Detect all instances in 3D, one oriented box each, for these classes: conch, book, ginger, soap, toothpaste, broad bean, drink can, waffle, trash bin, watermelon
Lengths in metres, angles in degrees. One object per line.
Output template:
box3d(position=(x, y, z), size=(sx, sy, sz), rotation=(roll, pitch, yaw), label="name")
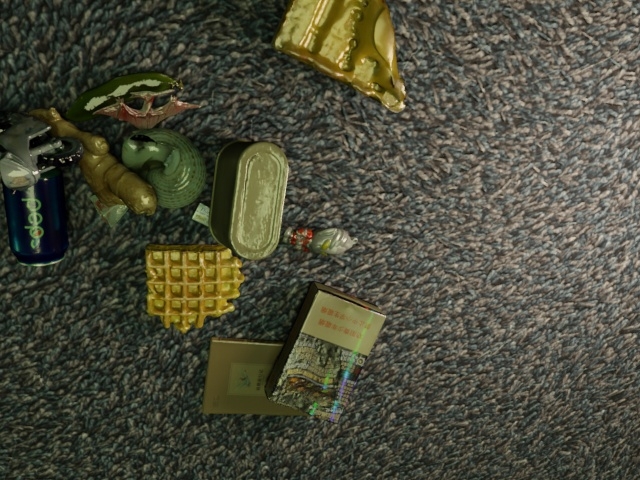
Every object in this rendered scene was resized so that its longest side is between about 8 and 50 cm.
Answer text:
box3d(position=(-0.313, -0.164, 1.215), size=(0.172, 0.131, 0.200), rotation=(45, 136, 3), label="conch")
box3d(position=(-0.140, 0.358, 1.496), size=(0.310, 0.021, 0.217), rotation=(6, 108, -13), label="book")
box3d(position=(-0.466, -0.159, 1.188), size=(0.333, 0.148, 0.081), rotation=(45, 62, -2), label="ginger")
box3d(position=(0.100, -0.480, 1.171), size=(0.304, 0.169, 0.339), rotation=(22, 105, -17), label="soap")
box3d(position=(-0.214, -0.038, 1.334), size=(0.164, 0.034, 0.046), rotation=(26, 103, -18), label="toothpaste")
box3d(position=(-0.415, -0.305, 1.195), size=(0.254, 0.046, 0.065), rotation=(-20, 125, -5), label="broad bean")
box3d(position=(-0.595, -0.055, 1.210), size=(0.118, 0.118, 0.205), rotation=(-1, 108, -11), label="drink can")
box3d(position=(-0.296, 0.119, 1.362), size=(0.229, 0.057, 0.219), rotation=(2, 109, -12), label="waffle")
box3d(position=(-0.151, -0.090, 1.195), size=(0.121, 0.247, 0.244), rotation=(6, 95, -19), label="trash bin")
box3d(position=(-0.457, -0.069, 1.260), size=(0.085, 0.061, 0.085), rotation=(0, 122, -1), label="watermelon")

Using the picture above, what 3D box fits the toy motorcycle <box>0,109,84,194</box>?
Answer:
box3d(position=(-0.593, -0.176, 1.104), size=(0.270, 0.159, 0.106), rotation=(19, 139, 17), label="toy motorcycle")

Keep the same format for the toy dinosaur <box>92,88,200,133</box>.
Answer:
box3d(position=(-0.359, -0.268, 1.204), size=(0.220, 0.032, 0.108), rotation=(-11, 136, -27), label="toy dinosaur")

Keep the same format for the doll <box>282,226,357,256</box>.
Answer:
box3d(position=(0.000, 0.000, 1.374), size=(0.179, 0.079, 0.094), rotation=(5, 136, -6), label="doll")

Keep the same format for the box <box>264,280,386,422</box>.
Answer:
box3d(position=(0.012, 0.280, 1.444), size=(0.198, 0.084, 0.310), rotation=(23, 96, -17), label="box")
